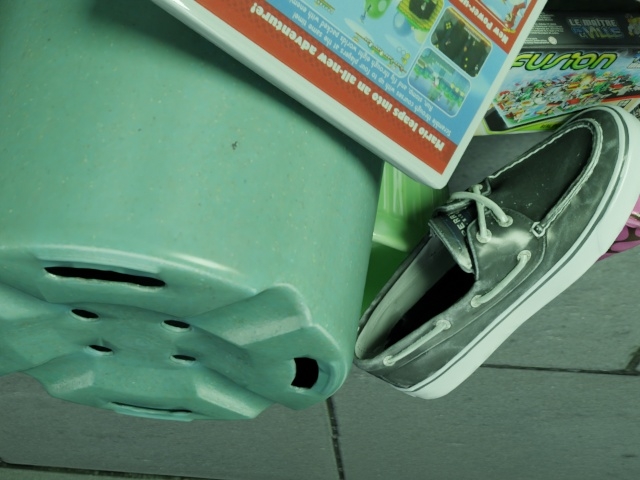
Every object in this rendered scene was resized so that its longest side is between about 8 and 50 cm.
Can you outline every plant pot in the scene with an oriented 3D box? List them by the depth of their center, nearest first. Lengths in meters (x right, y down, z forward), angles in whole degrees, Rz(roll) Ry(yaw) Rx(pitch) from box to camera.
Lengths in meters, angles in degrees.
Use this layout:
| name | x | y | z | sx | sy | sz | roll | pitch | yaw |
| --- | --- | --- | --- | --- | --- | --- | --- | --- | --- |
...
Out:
| name | x | y | z | sx | sy | sz | roll | pitch | yaw |
| --- | --- | --- | --- | --- | --- | --- | --- | --- | --- |
| plant pot | -0.091 | -0.076 | 0.521 | 0.340 | 0.334 | 0.341 | 4 | 150 | 2 |

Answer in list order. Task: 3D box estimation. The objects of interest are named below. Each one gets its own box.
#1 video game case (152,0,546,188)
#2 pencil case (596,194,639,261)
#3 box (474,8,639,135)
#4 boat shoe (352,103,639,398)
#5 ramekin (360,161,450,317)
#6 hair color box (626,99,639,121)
| name | x | y | z | sx | sy | sz | roll | pitch | yaw |
| --- | --- | --- | --- | --- | --- | --- | --- | --- | --- |
| video game case | 0.058 | -0.194 | 0.380 | 0.204 | 0.285 | 0.025 | 29 | 179 | -35 |
| pencil case | 0.258 | -0.028 | 0.740 | 0.098 | 0.095 | 0.209 | 34 | 165 | 4 |
| box | 0.177 | -0.129 | 0.605 | 0.206 | 0.036 | 0.114 | -6 | 155 | -22 |
| boat shoe | 0.136 | 0.003 | 0.634 | 0.102 | 0.108 | 0.301 | 28 | 112 | -35 |
| ramekin | 0.000 | 0.000 | 0.819 | 0.303 | 0.148 | 0.303 | 4 | 150 | 2 |
| hair color box | 0.339 | -0.135 | 0.619 | 0.093 | 0.054 | 0.167 | 15 | 148 | -18 |
